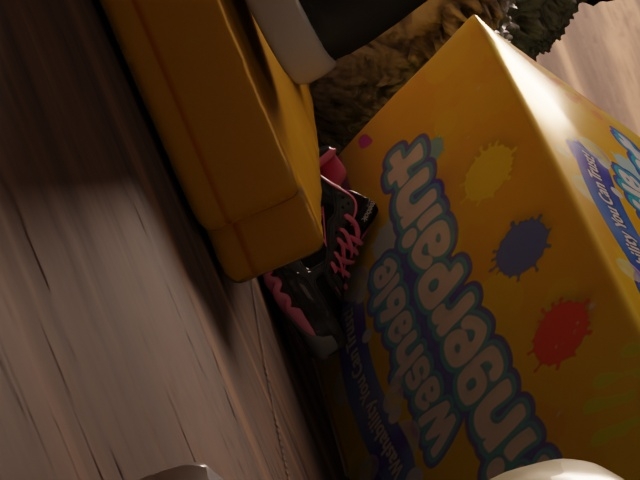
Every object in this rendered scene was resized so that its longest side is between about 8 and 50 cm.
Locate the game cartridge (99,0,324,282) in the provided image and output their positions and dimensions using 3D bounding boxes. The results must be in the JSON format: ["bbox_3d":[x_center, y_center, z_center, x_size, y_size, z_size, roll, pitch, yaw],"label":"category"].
[{"bbox_3d":[-0.074,-0.153,0.750,0.324,0.052,0.285,-91,159,-74],"label":"game cartridge"}]

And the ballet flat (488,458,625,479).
[{"bbox_3d":[0.054,0.113,0.452,0.248,0.086,0.086,-105,172,-63],"label":"ballet flat"}]

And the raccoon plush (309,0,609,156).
[{"bbox_3d":[0.134,-0.162,1.092,0.299,0.446,0.216,-129,-155,-52],"label":"raccoon plush"}]

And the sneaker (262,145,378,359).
[{"bbox_3d":[0.000,0.000,0.812,0.047,0.057,0.119,67,4,-46],"label":"sneaker"}]

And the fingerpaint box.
[{"bbox_3d":[0.199,0.153,0.795,0.371,0.163,0.445,31,25,-30],"label":"fingerpaint box"}]

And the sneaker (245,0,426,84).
[{"bbox_3d":[0.002,-0.216,0.696,0.104,0.147,0.296,43,24,-74],"label":"sneaker"}]

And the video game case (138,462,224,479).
[{"bbox_3d":[0.017,0.152,0.390,0.173,0.022,0.190,59,10,-69],"label":"video game case"}]
